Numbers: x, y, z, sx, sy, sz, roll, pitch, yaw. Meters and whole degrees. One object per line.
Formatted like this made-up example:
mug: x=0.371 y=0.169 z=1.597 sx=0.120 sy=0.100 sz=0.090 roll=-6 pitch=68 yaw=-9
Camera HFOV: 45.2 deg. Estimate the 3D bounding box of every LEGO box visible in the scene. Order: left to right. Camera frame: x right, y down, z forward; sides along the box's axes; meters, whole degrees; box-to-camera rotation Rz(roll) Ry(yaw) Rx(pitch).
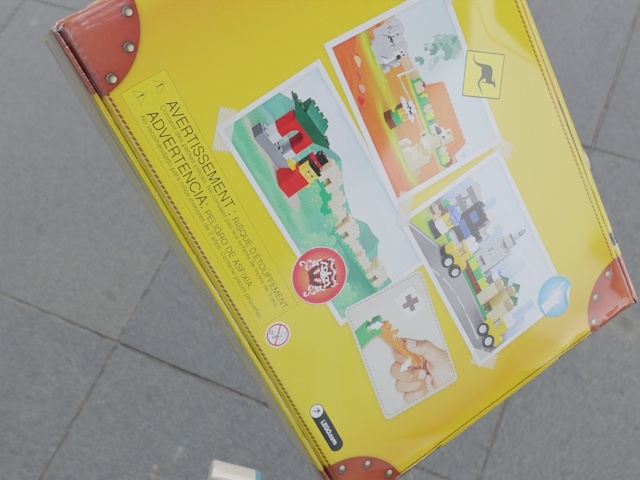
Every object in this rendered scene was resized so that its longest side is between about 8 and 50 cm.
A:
LEGO box: x=0.036 y=-0.062 z=0.742 sx=0.372 sy=0.500 sz=0.193 roll=-32 pitch=20 yaw=-13

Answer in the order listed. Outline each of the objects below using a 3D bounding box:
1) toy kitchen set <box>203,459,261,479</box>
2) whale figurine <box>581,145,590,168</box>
toy kitchen set: x=-0.113 y=0.414 z=0.995 sx=0.122 sy=0.166 sz=0.207 roll=17 pitch=47 yaw=-10
whale figurine: x=0.395 y=-0.131 z=1.488 sx=0.272 sy=0.216 sz=0.141 roll=-24 pitch=84 yaw=-36
